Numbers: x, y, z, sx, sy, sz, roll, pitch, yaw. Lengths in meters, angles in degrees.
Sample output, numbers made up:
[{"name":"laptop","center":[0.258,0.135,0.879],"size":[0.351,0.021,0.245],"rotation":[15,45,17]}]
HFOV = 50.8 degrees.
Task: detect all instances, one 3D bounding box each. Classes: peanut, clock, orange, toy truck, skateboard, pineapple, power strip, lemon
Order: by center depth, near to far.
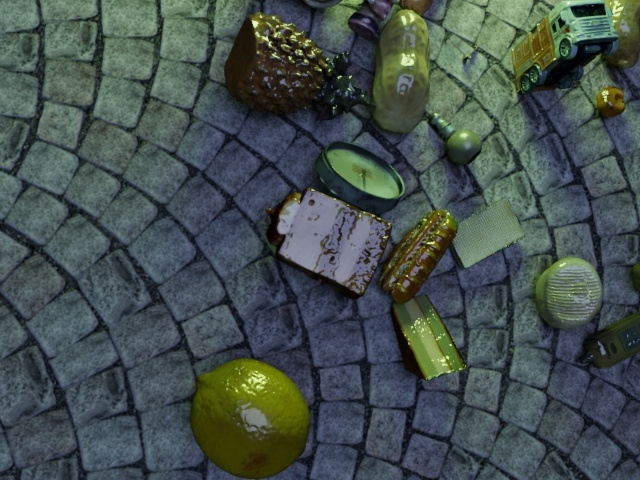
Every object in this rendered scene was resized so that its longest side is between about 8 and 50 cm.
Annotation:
[{"name":"lemon","center":[-0.154,0.390,1.480],"size":[0.267,0.267,0.267],"rotation":[1,84,-12]},{"name":"clock","center":[0.096,-0.156,1.616],"size":[0.226,0.226,0.049],"rotation":[26,122,-8]},{"name":"pineapple","center":[-0.037,-0.394,1.621],"size":[0.357,0.223,0.223],"rotation":[12,81,-25]},{"name":"peanut","center":[0.207,-0.427,1.693],"size":[0.152,0.152,0.313],"rotation":[9,80,-11]},{"name":"toy truck","center":[0.607,-0.494,1.707],"size":[0.136,0.305,0.162],"rotation":[-9,81,-12]},{"name":"power strip","center":[0.851,0.243,1.800],"size":[0.388,0.066,0.092],"rotation":[-23,87,-13]},{"name":"skateboard","center":[0.378,-0.524,1.801],"size":[0.083,0.032,0.064],"rotation":[41,68,-7]},{"name":"orange","center":[0.794,-0.379,1.855],"size":[0.086,0.062,0.086],"rotation":[6,77,-27]},{"name":"peanut","center":[0.833,-0.600,1.857],"size":[0.137,0.122,0.253],"rotation":[10,84,-19]}]

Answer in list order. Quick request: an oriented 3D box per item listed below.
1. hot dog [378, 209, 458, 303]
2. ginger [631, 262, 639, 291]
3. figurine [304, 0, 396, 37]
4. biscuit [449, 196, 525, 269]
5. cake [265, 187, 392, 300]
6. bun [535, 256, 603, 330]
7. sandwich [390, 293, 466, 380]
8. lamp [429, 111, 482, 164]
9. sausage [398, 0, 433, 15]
[{"name":"hot dog","center":[0.240,0.032,1.680],"size":[0.269,0.115,0.072],"rotation":[-56,140,-12]},{"name":"ginger","center":[0.971,0.085,1.817],"size":[0.263,0.109,0.116],"rotation":[-10,84,-12]},{"name":"figurine","center":[0.039,-0.675,1.658],"size":[0.361,0.253,0.211],"rotation":[20,37,-17]},{"name":"biscuit","center":[0.425,-0.018,1.750],"size":[0.199,0.040,0.121],"rotation":[-25,86,-14]},{"name":"cake","center":[0.000,0.000,1.584],"size":[0.293,0.199,0.196],"rotation":[24,85,-4]},{"name":"bun","center":[0.643,0.137,1.750],"size":[0.164,0.111,0.188],"rotation":[-5,88,5]},{"name":"sandwich","center":[0.258,0.229,1.636],"size":[0.117,0.144,0.187],"rotation":[-13,87,-15]},{"name":"lamp","center":[0.341,-0.270,1.742],"size":[0.091,0.091,0.163],"rotation":[-40,79,-13]},{"name":"sausage","center":[0.298,-0.716,1.774],"size":[0.086,0.086,0.289],"rotation":[31,77,-7]}]
